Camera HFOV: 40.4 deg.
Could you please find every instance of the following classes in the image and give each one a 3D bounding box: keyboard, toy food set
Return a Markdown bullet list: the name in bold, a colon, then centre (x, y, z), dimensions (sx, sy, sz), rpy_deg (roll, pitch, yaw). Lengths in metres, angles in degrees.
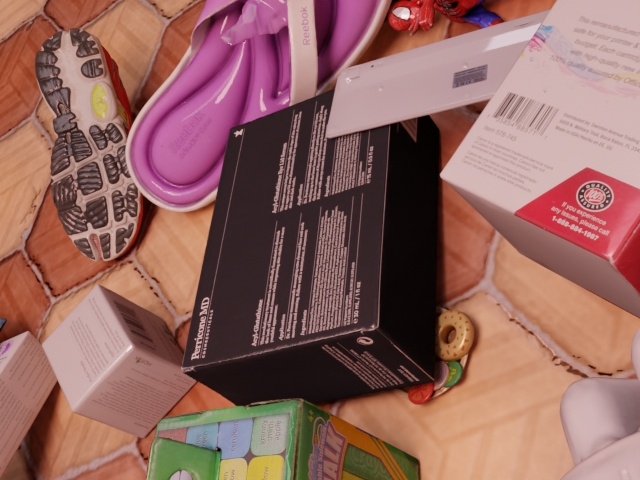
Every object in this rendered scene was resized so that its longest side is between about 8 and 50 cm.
- **keyboard**: centre (0.119, -0.135, 0.683), dimensions (0.256, 0.014, 0.072), rpy_deg (-10, 58, 30)
- **toy food set**: centre (0.083, 0.091, 0.705), dimensions (0.083, 0.020, 0.082), rpy_deg (13, 74, 41)

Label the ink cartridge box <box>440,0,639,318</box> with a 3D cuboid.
- **ink cartridge box**: centre (0.189, -0.062, 0.517), dimensions (0.128, 0.127, 0.176), rpy_deg (34, 90, 44)

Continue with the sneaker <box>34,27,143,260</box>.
- **sneaker**: centre (-0.249, -0.111, 1.022), dimensions (0.107, 0.118, 0.279), rpy_deg (-12, 79, 12)

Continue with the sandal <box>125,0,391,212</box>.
- **sandal**: centre (-0.060, -0.180, 0.839), dimensions (0.416, 0.169, 0.102), rpy_deg (-56, 2, 25)

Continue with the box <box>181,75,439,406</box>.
- **box**: centre (0.000, 0.000, 0.749), dimensions (0.184, 0.103, 0.261), rpy_deg (-14, 51, 28)

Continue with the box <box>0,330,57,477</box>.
- **box**: centre (-0.350, 0.219, 0.838), dimensions (0.063, 0.067, 0.324), rpy_deg (-24, 27, 23)

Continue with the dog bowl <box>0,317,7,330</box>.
- **dog bowl**: centre (-0.452, 0.191, 0.937), dimensions (0.166, 0.074, 0.297), rpy_deg (-40, 21, 52)

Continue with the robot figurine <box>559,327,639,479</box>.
- **robot figurine**: centre (0.227, 0.209, 0.404), dimensions (0.300, 0.200, 0.353), rpy_deg (114, 153, -49)

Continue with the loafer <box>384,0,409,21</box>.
- **loafer**: centre (0.125, -0.342, 0.867), dimensions (0.095, 0.109, 0.302), rpy_deg (28, 83, 37)

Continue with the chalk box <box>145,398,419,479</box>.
- **chalk box**: centre (-0.037, 0.193, 0.604), dimensions (0.132, 0.213, 0.132), rpy_deg (-14, 58, 31)

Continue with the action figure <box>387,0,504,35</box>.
- **action figure**: centre (0.181, -0.226, 0.762), dimensions (0.280, 0.091, 0.139), rpy_deg (-17, 47, 29)

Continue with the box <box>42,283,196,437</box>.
- **box**: centre (-0.194, 0.118, 0.845), dimensions (0.087, 0.102, 0.101), rpy_deg (-46, 47, 3)
